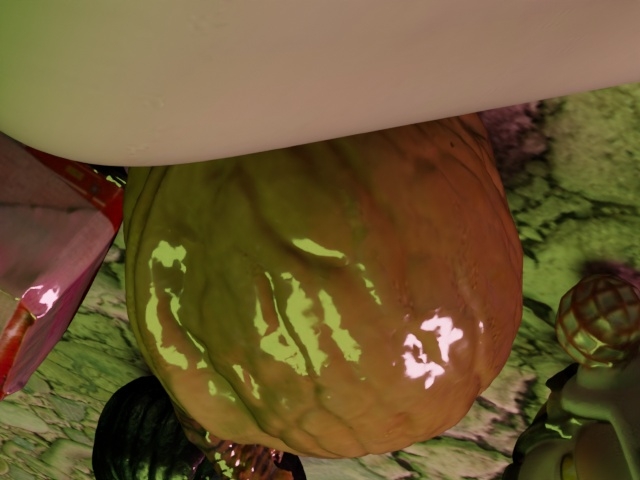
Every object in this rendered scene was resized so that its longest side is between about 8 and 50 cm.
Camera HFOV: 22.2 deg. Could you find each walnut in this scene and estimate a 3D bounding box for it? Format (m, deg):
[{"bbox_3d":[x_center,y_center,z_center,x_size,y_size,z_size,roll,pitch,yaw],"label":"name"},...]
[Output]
[{"bbox_3d":[0.000,0.000,0.835,0.228,0.228,0.228,19,152,10],"label":"walnut"}]

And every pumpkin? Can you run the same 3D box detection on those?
[{"bbox_3d":[-0.097,0.190,1.323,0.194,0.150,0.194,22,175,2],"label":"pumpkin"}]

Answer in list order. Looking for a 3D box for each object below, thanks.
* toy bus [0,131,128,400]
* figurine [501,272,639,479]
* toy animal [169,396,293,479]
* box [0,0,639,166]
[{"bbox_3d":[-0.223,0.015,1.114,0.127,0.147,0.303,33,151,-4],"label":"toy bus"},{"bbox_3d":[0.233,0.140,0.924,0.370,0.167,0.281,-33,76,58],"label":"figurine"},{"bbox_3d":[-0.079,0.071,1.119,0.114,0.116,0.255,12,150,20],"label":"toy animal"},{"bbox_3d":[0.062,-0.133,0.462,0.349,0.141,0.289,-12,164,-25],"label":"box"}]
